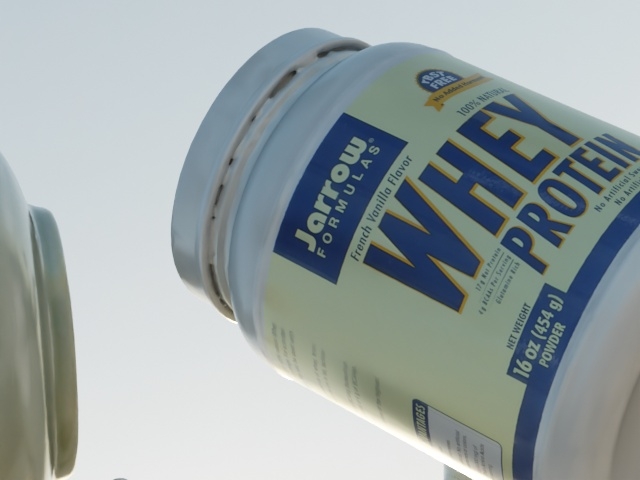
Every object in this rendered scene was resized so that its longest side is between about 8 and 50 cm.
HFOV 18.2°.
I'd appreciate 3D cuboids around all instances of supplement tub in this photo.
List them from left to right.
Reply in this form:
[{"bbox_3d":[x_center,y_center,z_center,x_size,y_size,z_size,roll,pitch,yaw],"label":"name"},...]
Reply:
[{"bbox_3d":[0.092,0.015,1.244,0.235,0.325,0.235,-40,-36,-37],"label":"supplement tub"}]

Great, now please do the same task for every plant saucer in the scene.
[{"bbox_3d":[-0.249,0.084,1.541,0.100,0.400,0.400,-4,-36,-13],"label":"plant saucer"}]

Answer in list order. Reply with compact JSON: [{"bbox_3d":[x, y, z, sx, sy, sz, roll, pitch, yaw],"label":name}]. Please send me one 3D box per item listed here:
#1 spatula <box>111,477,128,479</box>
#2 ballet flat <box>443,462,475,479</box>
[{"bbox_3d":[-0.125,0.259,1.559,0.168,0.019,0.242,5,-41,-17],"label":"spatula"},{"bbox_3d":[0.167,0.283,1.468,0.139,0.400,0.139,-27,14,7],"label":"ballet flat"}]
